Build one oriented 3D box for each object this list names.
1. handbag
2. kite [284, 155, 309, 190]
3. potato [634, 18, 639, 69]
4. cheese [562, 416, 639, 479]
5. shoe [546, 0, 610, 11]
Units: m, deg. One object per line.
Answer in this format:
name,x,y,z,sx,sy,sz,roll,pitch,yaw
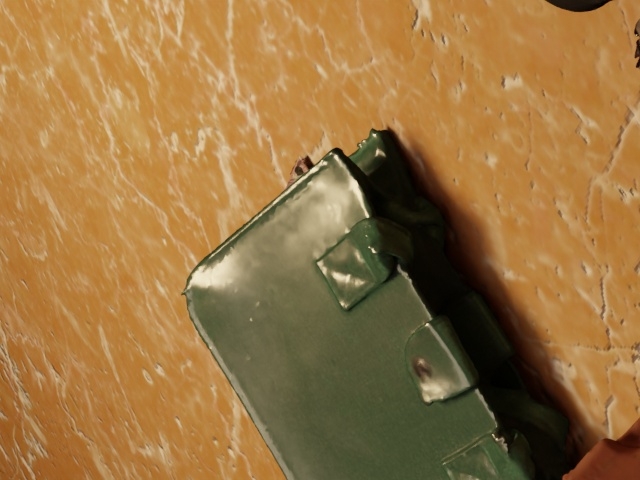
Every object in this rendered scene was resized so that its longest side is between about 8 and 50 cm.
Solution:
handbag,0.047,0.110,1.265,0.238,0.089,0.326,-40,75,48
kite,-0.001,0.000,1.386,0.137,0.005,0.153,29,138,53
potato,0.226,-0.057,0.859,0.100,0.089,0.172,-52,33,40
cheese,0.213,0.194,1.062,0.128,0.203,0.177,41,177,31
shoe,0.134,-0.152,0.949,0.159,0.062,0.053,1,159,46
